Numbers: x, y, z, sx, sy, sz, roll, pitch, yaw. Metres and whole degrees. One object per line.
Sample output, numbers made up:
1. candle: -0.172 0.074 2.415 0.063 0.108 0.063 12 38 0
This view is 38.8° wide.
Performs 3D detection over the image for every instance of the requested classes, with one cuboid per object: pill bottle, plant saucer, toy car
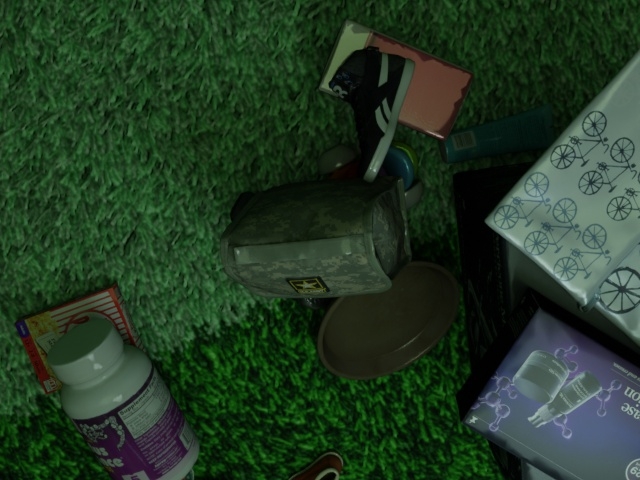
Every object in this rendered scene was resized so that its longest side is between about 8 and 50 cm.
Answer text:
1. pill bottle: -0.347 0.290 1.587 0.169 0.169 0.301 -24 116 3
2. plant saucer: 0.116 0.135 1.601 0.278 0.041 0.278 -15 133 -16
3. toy car: 0.088 -0.105 1.572 0.182 0.136 0.159 -28 99 4

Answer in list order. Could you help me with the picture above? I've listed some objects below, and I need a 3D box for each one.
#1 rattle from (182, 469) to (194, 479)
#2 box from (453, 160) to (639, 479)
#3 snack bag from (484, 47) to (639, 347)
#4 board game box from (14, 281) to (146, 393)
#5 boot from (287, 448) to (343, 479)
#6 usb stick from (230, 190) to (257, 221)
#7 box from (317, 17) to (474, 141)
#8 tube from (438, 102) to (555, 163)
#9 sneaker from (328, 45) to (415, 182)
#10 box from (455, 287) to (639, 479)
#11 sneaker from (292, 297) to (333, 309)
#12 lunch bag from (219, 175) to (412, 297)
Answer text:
1. rattle: -0.211 0.499 1.736 0.199 0.142 0.130 38 108 29
2. box: 0.402 0.132 1.452 0.297 0.472 0.480 -7 100 0
3. snack bag: 0.438 -0.035 1.165 0.342 0.037 0.323 41 97 -7
4. board game box: -0.437 0.178 1.662 0.193 0.045 0.147 -21 101 2
5. boot: -0.022 0.465 1.703 0.059 0.084 0.158 43 99 -9
6. usb stick: -0.025 -0.017 1.587 0.278 0.077 0.045 19 139 12
7. box: 0.122 -0.270 1.536 0.232 0.148 0.127 22 100 -4
8. tube: 0.315 -0.183 1.609 0.207 0.052 0.080 -12 105 -4
9. sneaker: 0.061 -0.200 1.413 0.121 0.079 0.217 19 71 0
10. box: 0.335 0.213 1.175 0.261 0.103 0.184 31 104 -2
11. sneaker: 0.040 0.067 1.637 0.227 0.130 0.087 -14 101 -27
12. lunch bag: 0.000 0.000 1.392 0.235 0.287 0.169 -4 101 17
